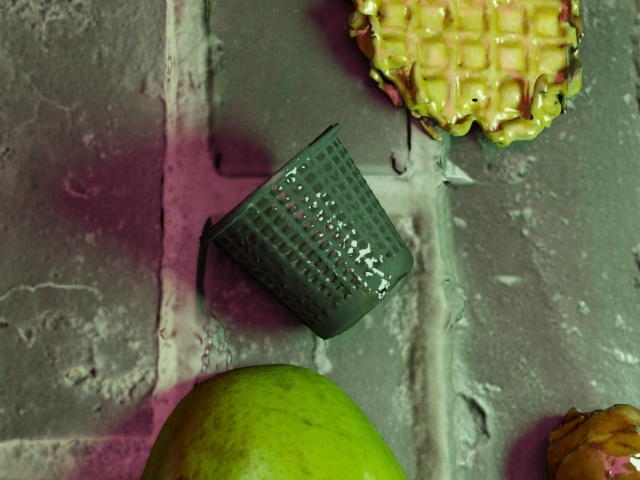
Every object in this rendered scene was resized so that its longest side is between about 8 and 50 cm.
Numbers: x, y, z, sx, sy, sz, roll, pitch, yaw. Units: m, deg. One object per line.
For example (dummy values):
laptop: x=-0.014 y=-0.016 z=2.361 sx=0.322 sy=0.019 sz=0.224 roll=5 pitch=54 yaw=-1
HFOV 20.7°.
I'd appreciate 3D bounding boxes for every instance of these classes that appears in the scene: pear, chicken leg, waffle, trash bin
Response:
pear: x=-0.036 y=0.219 z=1.628 sx=0.288 sy=0.139 sz=0.239 roll=1 pitch=67 yaw=-6
chicken leg: x=0.365 y=0.228 z=1.680 sx=0.304 sy=0.093 sz=0.113 roll=13 pitch=64 yaw=-6
waffle: x=0.160 y=-0.239 z=1.792 sx=0.280 sy=0.060 sz=0.262 roll=44 pitch=76 yaw=7
trash bin: x=0.000 y=0.000 z=1.675 sx=0.175 sy=0.175 sz=0.161 roll=-42 pitch=94 yaw=-13
